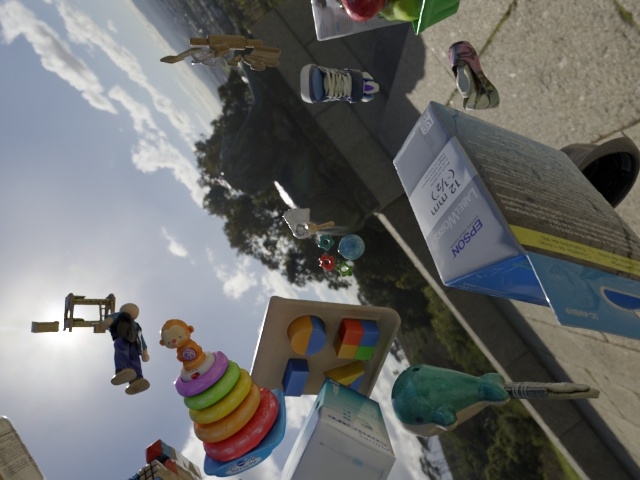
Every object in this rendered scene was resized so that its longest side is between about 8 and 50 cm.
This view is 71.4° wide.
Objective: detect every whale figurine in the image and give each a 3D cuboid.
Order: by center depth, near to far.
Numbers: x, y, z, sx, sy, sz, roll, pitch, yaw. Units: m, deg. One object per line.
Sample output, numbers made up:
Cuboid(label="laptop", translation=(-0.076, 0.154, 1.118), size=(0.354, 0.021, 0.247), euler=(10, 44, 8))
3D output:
Cuboid(label="whale figurine", translation=(0.297, 0.356, 1.059), size=(0.141, 0.272, 0.216), euler=(68, -160, -6))

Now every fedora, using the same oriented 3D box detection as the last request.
Cuboid(label="fedora", translation=(0.606, -0.142, 1.051), size=(0.124, 0.276, 0.243), euler=(52, 160, 47))

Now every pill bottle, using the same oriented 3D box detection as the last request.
Cuboid(label="pill bottle", translation=(-0.668, 0.426, 0.882), size=(0.229, 0.131, 0.131), euler=(52, 180, 8))

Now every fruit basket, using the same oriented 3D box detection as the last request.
Cuboid(label="fruit basket", translation=(0.150, -0.598, 1.019), size=(0.327, 0.354, 0.165), euler=(53, -148, -80))

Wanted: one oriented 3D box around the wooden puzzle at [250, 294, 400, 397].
Cuboid(label="wooden puzzle", translation=(0.009, 0.308, 1.176), size=(0.348, 0.321, 0.080), euler=(10, -153, -12))

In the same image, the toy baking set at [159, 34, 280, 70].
Cuboid(label="toy baking set", translation=(-0.202, -0.399, 0.935), size=(0.196, 0.257, 0.030), euler=(-116, 27, -51))

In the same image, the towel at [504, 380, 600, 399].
Cuboid(label="towel", translation=(0.551, 0.411, 1.241), size=(0.325, 0.312, 0.056), euler=(16, -113, -37))

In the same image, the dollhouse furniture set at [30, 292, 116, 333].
Cuboid(label="dollhouse furniture set", translation=(-0.604, 0.182, 1.126), size=(0.182, 0.161, 0.101), euler=(8, -101, -45))

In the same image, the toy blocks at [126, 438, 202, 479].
Cuboid(label="toy blocks", translation=(-0.378, 0.656, 1.103), size=(0.381, 0.191, 0.260), euler=(43, 165, 53))

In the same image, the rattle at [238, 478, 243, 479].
Cuboid(label="rattle", translation=(-0.137, 0.585, 0.867), size=(0.143, 0.130, 0.199), euler=(13, -166, 2))

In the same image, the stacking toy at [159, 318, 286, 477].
Cuboid(label="stacking toy", translation=(-0.201, 0.268, 0.831), size=(0.301, 0.175, 0.165), euler=(62, -175, -19))

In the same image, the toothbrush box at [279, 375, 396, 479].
Cuboid(label="toothbrush box", translation=(0.014, 0.384, 0.759), size=(0.126, 0.216, 0.295), euler=(25, 175, 6))

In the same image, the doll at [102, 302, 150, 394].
Cuboid(label="doll", translation=(-0.347, 0.187, 0.808), size=(0.189, 0.046, 0.129), euler=(58, 176, 47))

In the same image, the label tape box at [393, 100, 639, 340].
Cuboid(label="label tape box", translation=(0.252, -0.002, 0.529), size=(0.249, 0.115, 0.347), euler=(13, -137, -21))

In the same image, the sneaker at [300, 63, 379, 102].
Cuboid(label="sneaker", translation=(0.080, -0.547, 1.552), size=(0.323, 0.237, 0.130), euler=(-44, -45, -67))

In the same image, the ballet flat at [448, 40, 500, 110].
Cuboid(label="ballet flat", translation=(0.340, -0.346, 1.002), size=(0.077, 0.079, 0.221), euler=(6, 159, 40))

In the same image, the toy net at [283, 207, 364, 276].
Cuboid(label="toy net", translation=(0.000, 0.000, 1.179), size=(0.232, 0.122, 0.045), euler=(29, 174, 0))
